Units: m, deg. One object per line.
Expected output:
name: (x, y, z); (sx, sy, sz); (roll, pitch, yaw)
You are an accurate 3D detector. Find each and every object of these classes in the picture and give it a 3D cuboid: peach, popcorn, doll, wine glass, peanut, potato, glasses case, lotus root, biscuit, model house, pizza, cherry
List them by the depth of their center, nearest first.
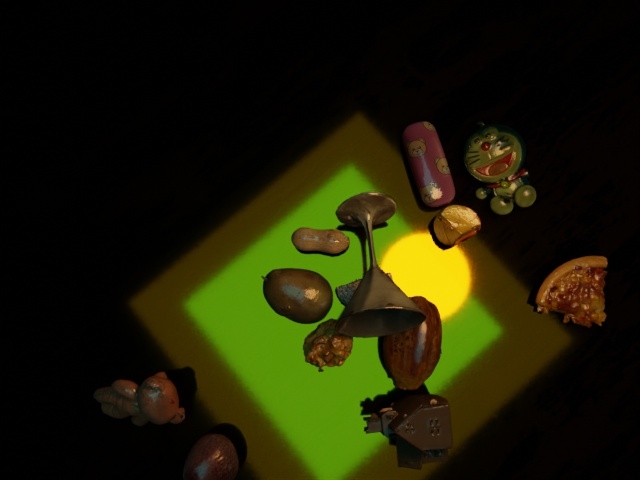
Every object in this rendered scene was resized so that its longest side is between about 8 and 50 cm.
model house: (0.254, 0.582, 1.297); (0.243, 0.211, 0.205); (-2, 78, -3)
wine glass: (0.166, 0.071, 1.312); (0.266, 0.267, 0.407); (-3, 61, 2)
cherry: (-0.343, 0.698, 1.332); (0.139, 0.176, 0.176); (-28, 79, 29)
lotus root: (0.299, 0.332, 1.371); (0.193, 0.193, 0.291); (9, 75, 4)
popcorn: (0.022, 0.341, 1.379); (0.179, 0.180, 0.170); (-10, 47, 1)
doll: (-0.595, 0.509, 1.404); (0.302, 0.156, 0.201); (-3, 121, 20)
pizza: (0.868, 0.182, 1.409); (0.289, 0.081, 0.229); (-30, 81, -5)
potato: (-0.085, 0.175, 1.417); (0.251, 0.159, 0.175); (23, 55, -6)
doll: (0.604, -0.257, 1.449); (0.198, 0.186, 0.322); (-18, 98, 30)
peach: (0.467, -0.060, 1.451); (0.151, 0.118, 0.152); (15, 115, 35)
biscuit: (0.160, 0.187, 1.466); (0.205, 0.025, 0.126); (-16, 79, 1)
peanut: (0.000, 0.000, 1.475); (0.206, 0.087, 0.087); (5, 80, 2)
glasses case: (0.384, -0.273, 1.511); (0.123, 0.076, 0.317); (-14, 80, -1)
